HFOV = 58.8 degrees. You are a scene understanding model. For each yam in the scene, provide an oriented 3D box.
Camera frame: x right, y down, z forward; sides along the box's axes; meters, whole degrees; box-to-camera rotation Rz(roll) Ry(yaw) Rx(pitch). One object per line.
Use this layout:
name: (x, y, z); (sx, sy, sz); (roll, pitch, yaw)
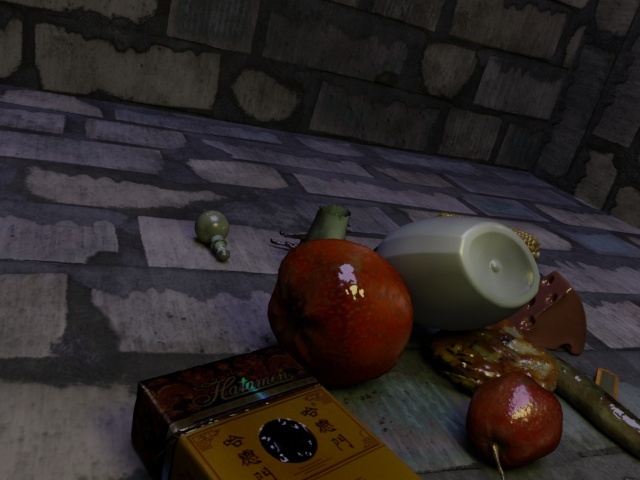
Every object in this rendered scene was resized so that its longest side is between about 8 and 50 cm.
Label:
yam: (0.572, 0.336, 1.217); (0.067, 0.071, 0.317); (46, -2, -39)

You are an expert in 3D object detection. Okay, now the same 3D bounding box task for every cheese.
cheese: (0.608, 0.219, 1.484); (0.177, 0.203, 0.128); (43, 12, -14)

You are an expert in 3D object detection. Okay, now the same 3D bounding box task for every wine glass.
wine glass: (0.006, 0.021, 1.401); (0.103, 0.222, 0.103); (16, 22, -6)

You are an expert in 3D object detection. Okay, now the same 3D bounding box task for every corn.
corn: (0.556, -0.001, 1.939); (0.386, 0.144, 0.144); (17, 21, 4)

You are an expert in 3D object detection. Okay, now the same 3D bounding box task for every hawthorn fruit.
hawthorn fruit: (0.322, 0.327, 0.991); (0.203, 0.163, 0.162); (-26, 43, -38)
hawthorn fruit: (0.048, 0.142, 1.082); (0.299, 0.276, 0.275); (20, 18, -24)

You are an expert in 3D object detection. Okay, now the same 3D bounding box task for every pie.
pie: (0.379, 0.262, 1.243); (0.308, 0.086, 0.308); (12, 23, -5)

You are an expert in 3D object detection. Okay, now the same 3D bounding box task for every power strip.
power strip: (0.651, 0.343, 1.302); (0.049, 0.028, 0.178); (25, 23, 23)

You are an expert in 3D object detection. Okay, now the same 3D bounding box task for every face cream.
face cream: (0.263, 0.078, 1.232); (0.312, 0.220, 0.357); (24, -21, -22)

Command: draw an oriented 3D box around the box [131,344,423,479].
box: (-0.051, 0.319, 0.774); (0.264, 0.116, 0.415); (-7, 31, -41)

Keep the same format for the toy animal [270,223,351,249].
toy animal: (-0.007, 0.015, 1.631); (0.259, 0.087, 0.244); (5, 37, -29)

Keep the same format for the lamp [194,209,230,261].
lamp: (-0.272, -0.006, 1.487); (0.090, 0.091, 0.163); (0, 42, -34)
